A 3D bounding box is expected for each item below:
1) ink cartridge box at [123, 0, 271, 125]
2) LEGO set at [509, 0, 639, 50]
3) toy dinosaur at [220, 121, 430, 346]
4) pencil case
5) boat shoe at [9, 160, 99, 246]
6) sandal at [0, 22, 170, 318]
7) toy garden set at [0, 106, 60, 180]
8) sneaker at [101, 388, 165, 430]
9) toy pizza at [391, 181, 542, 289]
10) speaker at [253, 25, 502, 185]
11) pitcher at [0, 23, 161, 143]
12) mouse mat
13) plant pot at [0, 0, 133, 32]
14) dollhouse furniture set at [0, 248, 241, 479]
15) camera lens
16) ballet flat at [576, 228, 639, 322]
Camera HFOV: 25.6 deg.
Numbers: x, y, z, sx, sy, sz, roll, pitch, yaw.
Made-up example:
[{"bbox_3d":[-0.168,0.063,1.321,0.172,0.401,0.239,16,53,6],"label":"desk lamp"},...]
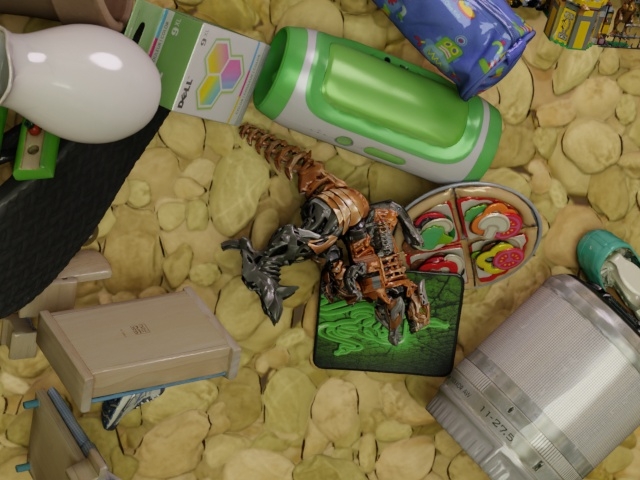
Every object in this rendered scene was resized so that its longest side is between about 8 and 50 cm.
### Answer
[{"bbox_3d":[-0.151,-0.205,1.651,0.062,0.209,0.109,26,98,27],"label":"ink cartridge box"},{"bbox_3d":[0.407,-0.355,1.722,0.331,0.255,0.192,8,124,-8],"label":"LEGO set"},{"bbox_3d":[0.000,0.000,1.768,0.218,0.164,0.322,-35,66,-5],"label":"toy dinosaur"},{"bbox_3d":[0.122,-0.311,1.690,0.306,0.133,0.119,46,71,-4],"label":"pencil case"},{"bbox_3d":[-0.329,-0.058,1.719,0.056,0.048,0.153,-43,105,-14],"label":"boat shoe"},{"bbox_3d":[-0.311,-0.086,1.637,0.446,0.107,0.167,-55,151,-23],"label":"sandal"},{"bbox_3d":[-0.408,-0.156,1.570,0.244,0.204,0.049,-4,146,9],"label":"toy garden set"},{"bbox_3d":[-0.229,0.191,1.797,0.058,0.052,0.135,31,96,-26],"label":"sneaker"},{"bbox_3d":[0.187,0.003,1.814,0.201,0.032,0.201,-3,136,-2],"label":"toy pizza"},{"bbox_3d":[0.072,-0.164,1.750,0.296,0.131,0.131,19,97,-17],"label":"speaker"},{"bbox_3d":[-0.287,-0.184,1.491,0.207,0.178,0.125,6,121,-46],"label":"pitcher"},{"bbox_3d":[0.089,0.107,1.850,0.189,0.007,0.153,4,112,-2],"label":"mouse mat"},{"bbox_3d":[-0.344,-0.350,1.555,0.229,0.263,0.263,-4,104,4],"label":"plant pot"},{"bbox_3d":[-0.260,0.205,1.732,0.198,0.286,0.303,-8,126,-32],"label":"dollhouse furniture set"},{"bbox_3d":[0.303,0.197,1.844,0.274,0.219,0.219,-44,109,-1],"label":"camera lens"},{"bbox_3d":[0.434,0.092,1.922,0.083,0.087,0.247,-38,109,-4],"label":"ballet flat"}]
